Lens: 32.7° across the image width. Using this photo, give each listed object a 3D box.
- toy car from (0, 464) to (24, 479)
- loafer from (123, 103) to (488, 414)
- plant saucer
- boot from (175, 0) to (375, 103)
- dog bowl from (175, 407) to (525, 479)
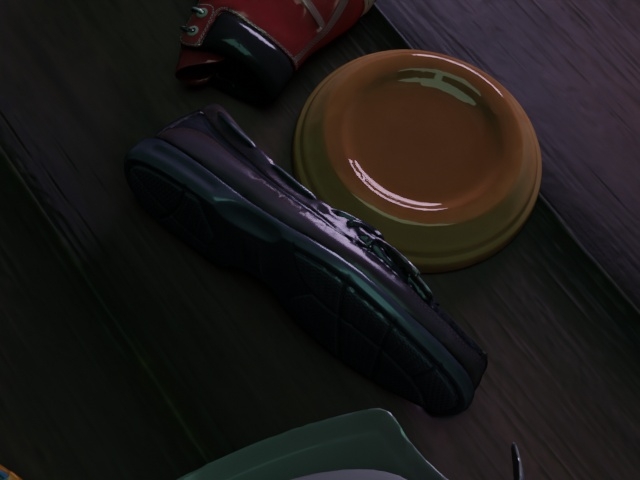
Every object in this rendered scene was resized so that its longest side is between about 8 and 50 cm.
[{"bbox_3d":[-0.247,0.176,0.689,0.122,0.040,0.060,-35,72,-21],"label":"toy car"},{"bbox_3d":[0.000,0.000,0.772,0.302,0.109,0.095,35,61,15],"label":"loafer"},{"bbox_3d":[0.077,-0.071,0.851,0.199,0.037,0.200,2,63,-4],"label":"plant saucer"},{"bbox_3d":[-0.095,-0.223,0.884,0.244,0.088,0.176,39,67,10],"label":"boot"},{"bbox_3d":[-0.043,0.213,0.541,0.348,0.348,0.102,-28,99,-18],"label":"dog bowl"}]
